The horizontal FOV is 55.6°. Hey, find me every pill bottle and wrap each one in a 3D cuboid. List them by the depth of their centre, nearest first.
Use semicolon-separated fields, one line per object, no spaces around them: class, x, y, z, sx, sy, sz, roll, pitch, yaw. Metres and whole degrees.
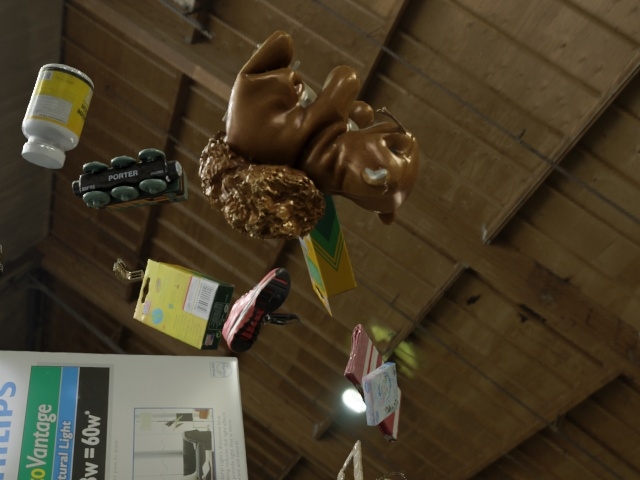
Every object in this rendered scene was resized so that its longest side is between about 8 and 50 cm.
pill bottle;-0.511;-0.237;1.171;0.103;0.184;0.103;9;-16;3

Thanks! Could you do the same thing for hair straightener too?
hair straightener;-0.175;0.283;2.131;0.230;0.089;0.047;7;-66;16

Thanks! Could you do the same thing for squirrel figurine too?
squirrel figurine;-0.020;-0.138;1.162;0.370;0.397;0.281;36;-17;19

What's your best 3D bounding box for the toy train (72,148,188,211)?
toy train;-0.558;-0.165;1.814;0.333;0.142;0.190;-11;-20;7

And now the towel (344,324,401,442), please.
towel;0.180;0.470;1.998;0.037;0.237;0.329;-20;-65;23

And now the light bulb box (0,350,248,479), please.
light bulb box;-0.342;0.355;0.957;0.360;0.225;0.358;7;-40;-24

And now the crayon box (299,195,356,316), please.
crayon box;0.000;0.000;1.507;0.203;0.083;0.323;-132;-155;-69

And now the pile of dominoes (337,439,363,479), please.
pile of dominoes;0.067;0.638;1.512;0.040;0.251;0.196;28;-84;0

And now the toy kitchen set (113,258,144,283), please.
toy kitchen set;-0.664;0.095;2.105;0.075;0.068;0.083;-11;-39;4

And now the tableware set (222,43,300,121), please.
tableware set;-0.140;-0.337;1.350;0.128;0.194;0.039;21;-6;23

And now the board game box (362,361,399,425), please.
board game box;0.113;0.282;1.122;0.020;0.090;0.090;-1;-82;36

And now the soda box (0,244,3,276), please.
soda box;-0.535;-0.005;0.926;0.169;0.060;0.053;107;-28;-54

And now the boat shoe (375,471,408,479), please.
boat shoe;0.153;0.591;1.389;0.095;0.257;0.095;39;-68;18

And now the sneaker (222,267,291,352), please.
sneaker;-0.226;0.206;1.988;0.136;0.314;0.116;35;-1;46

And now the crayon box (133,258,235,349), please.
crayon box;-0.422;0.189;1.853;0.318;0.081;0.202;16;-89;34
